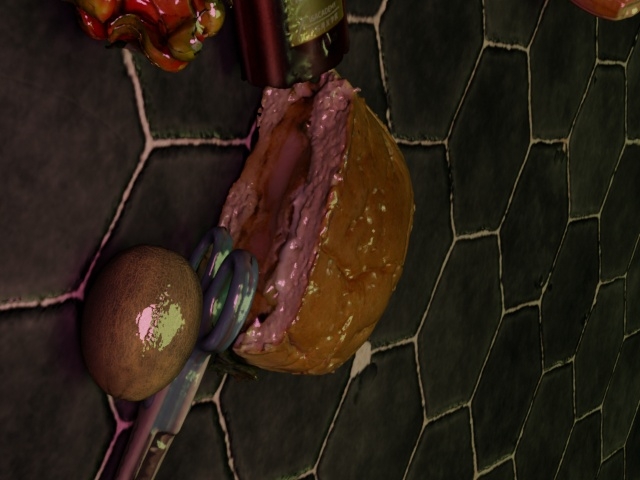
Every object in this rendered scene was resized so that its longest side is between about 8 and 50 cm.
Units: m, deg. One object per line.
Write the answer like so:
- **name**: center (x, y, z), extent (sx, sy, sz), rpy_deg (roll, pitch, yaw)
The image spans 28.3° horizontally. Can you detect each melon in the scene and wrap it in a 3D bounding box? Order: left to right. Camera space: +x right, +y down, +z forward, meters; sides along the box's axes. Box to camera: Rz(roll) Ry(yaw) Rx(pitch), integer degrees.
- **melon**: center (-0.146, 0.066, 1.036), extent (0.098, 0.098, 0.131), rpy_deg (27, 73, -60)

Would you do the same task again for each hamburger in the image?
- **hamburger**: center (0.000, 0.000, 1.227), extent (0.211, 0.132, 0.309), rpy_deg (31, 74, -57)

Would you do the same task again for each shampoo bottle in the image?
- **shampoo bottle**: center (-0.038, -0.298, 1.079), extent (0.129, 0.084, 0.323), rpy_deg (-36, 132, -40)

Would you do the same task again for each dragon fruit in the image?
- **dragon fruit**: center (-0.129, -0.203, 0.955), extent (0.138, 0.175, 0.142), rpy_deg (-30, 159, -40)

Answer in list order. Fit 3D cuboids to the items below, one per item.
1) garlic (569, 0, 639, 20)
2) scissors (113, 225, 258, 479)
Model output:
- **garlic**: center (0.375, -0.414, 1.665), extent (0.145, 0.164, 0.245), rpy_deg (-16, 111, -38)
- **scissors**: center (-0.130, 0.130, 1.108), extent (0.041, 0.138, 0.289), rpy_deg (18, 99, -28)
